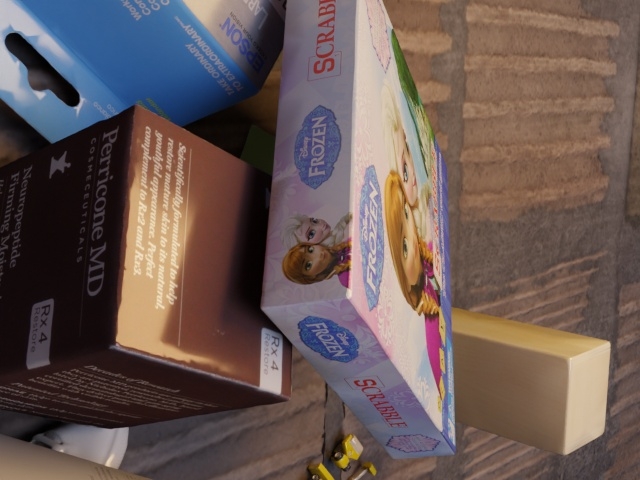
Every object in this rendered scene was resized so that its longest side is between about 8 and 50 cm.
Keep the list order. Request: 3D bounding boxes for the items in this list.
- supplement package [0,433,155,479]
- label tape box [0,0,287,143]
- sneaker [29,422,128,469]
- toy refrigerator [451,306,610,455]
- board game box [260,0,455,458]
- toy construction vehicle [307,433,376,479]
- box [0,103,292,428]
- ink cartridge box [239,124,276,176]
[{"bbox_3d":[-0.211,0.250,0.599,0.263,0.199,0.198,23,87,-21],"label":"supplement package"},{"bbox_3d":[-0.123,-0.230,0.728,0.240,0.106,0.333,47,59,-42],"label":"label tape box"},{"bbox_3d":[-0.244,0.192,0.729,0.212,0.080,0.094,-45,122,-29],"label":"sneaker"},{"bbox_3d":[0.171,0.138,1.015,0.094,0.270,0.102,-9,104,-45],"label":"toy refrigerator"},{"bbox_3d":[0.048,-0.018,0.788,0.318,0.066,0.318,56,31,-54],"label":"board game box"},{"bbox_3d":[0.018,0.275,1.059,0.086,0.035,0.098,53,57,-26],"label":"toy construction vehicle"},{"bbox_3d":[-0.146,0.034,0.675,0.167,0.203,0.168,26,56,-46],"label":"box"},{"bbox_3d":[0.000,0.000,0.967,0.235,0.056,0.171,25,80,-48],"label":"ink cartridge box"}]
